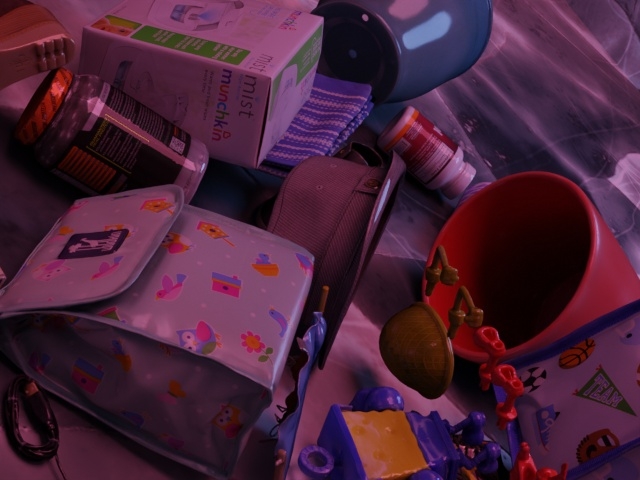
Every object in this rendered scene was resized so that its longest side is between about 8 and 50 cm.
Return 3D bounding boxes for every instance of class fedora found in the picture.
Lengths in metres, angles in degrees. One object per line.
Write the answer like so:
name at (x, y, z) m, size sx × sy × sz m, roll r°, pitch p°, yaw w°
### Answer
fedora at (0.000, 0.000, 1.377) m, size 0.124 × 0.244 × 0.275 m, roll 23°, pitch 49°, yaw 4°

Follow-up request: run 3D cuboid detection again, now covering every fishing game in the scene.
fishing game at (-0.032, 0.159, 1.166) m, size 0.041 × 0.189 × 0.264 m, roll 13°, pitch 37°, yaw 2°

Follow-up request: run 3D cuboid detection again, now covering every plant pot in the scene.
plant pot at (0.317, 0.079, 1.647) m, size 0.243 × 0.275 × 0.275 m, roll 33°, pitch 28°, yaw -40°
plant pot at (0.104, -0.341, 1.933) m, size 0.271 × 0.272 × 0.255 m, roll 46°, pitch 42°, yaw 3°

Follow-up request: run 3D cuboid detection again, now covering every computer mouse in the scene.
computer mouse at (-0.197, 0.208, 1.005) m, size 0.071 × 0.041 × 0.242 m, roll -7°, pitch 56°, yaw -55°

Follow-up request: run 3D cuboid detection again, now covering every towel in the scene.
towel at (-0.076, -0.181, 1.597) m, size 0.243 × 0.040 × 0.336 m, roll 20°, pitch 27°, yaw 8°

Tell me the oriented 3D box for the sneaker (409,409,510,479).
sneaker at (0.171, 0.251, 1.391) m, size 0.178 × 0.077 × 0.072 m, roll 39°, pitch 27°, yaw -9°

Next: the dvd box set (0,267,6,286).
dvd box set at (-0.493, -0.083, 0.972) m, size 0.420 × 0.062 × 0.307 m, roll 51°, pitch 32°, yaw 13°

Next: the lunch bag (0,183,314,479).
lunch bag at (-0.158, 0.065, 1.133) m, size 0.262 × 0.160 × 0.223 m, roll 25°, pitch 34°, yaw -3°

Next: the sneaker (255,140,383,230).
sneaker at (-0.001, -0.064, 1.548) m, size 0.083 × 0.118 × 0.222 m, roll 45°, pitch 28°, yaw 1°

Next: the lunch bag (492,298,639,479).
lunch bag at (0.454, 0.226, 1.400) m, size 0.328 × 0.385 × 0.239 m, roll 46°, pitch 23°, yaw -36°

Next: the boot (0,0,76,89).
boot at (-0.402, -0.209, 1.245) m, size 0.248 × 0.090 × 0.207 m, roll -18°, pitch 35°, yaw -40°

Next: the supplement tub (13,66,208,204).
supplement tub at (-0.228, -0.102, 1.303) m, size 0.190 × 0.117 × 0.117 m, roll 33°, pitch 30°, yaw -22°

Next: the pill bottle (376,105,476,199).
pill bottle at (0.171, -0.137, 1.908) m, size 0.152 × 0.086 × 0.086 m, roll 40°, pitch 28°, yaw -10°

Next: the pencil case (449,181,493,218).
pencil case at (0.243, -0.021, 1.855) m, size 0.088 × 0.086 × 0.206 m, roll 64°, pitch 27°, yaw -13°

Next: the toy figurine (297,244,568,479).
toy figurine at (0.075, 0.183, 1.251) m, size 0.217 × 0.191 × 0.363 m, roll -6°, pitch 45°, yaw -18°

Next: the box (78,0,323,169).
box at (-0.141, -0.210, 1.467) m, size 0.231 × 0.127 × 0.262 m, roll 15°, pitch 28°, yaw 8°
